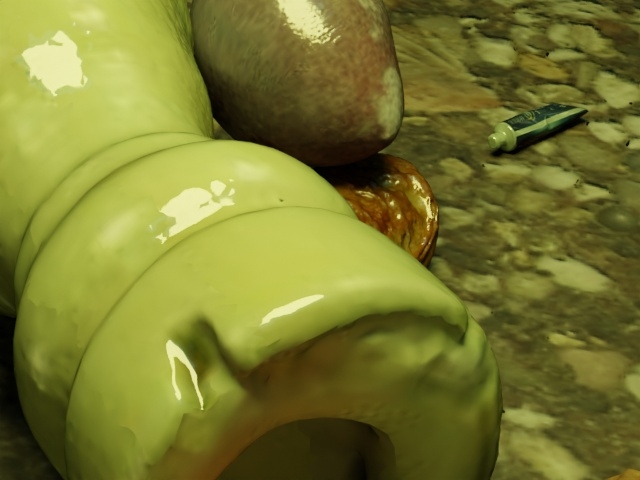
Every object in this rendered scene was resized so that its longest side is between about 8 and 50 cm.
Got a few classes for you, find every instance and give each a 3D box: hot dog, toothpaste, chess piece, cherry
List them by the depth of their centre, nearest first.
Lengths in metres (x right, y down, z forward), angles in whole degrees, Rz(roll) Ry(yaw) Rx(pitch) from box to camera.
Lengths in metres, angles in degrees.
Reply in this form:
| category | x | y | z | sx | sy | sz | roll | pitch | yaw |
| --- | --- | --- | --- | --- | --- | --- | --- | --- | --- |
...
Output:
| category | x | y | z | sx | sy | sz | roll | pitch | yaw |
| --- | --- | --- | --- | --- | --- | --- | --- | --- | --- |
| chess piece | -0.102 | -0.016 | 0.876 | 0.234 | 0.234 | 0.442 | -13 | 37 | -25 |
| hot dog | 0.002 | -0.001 | 1.029 | 0.099 | 0.065 | 0.147 | 25 | 32 | 24 |
| cherry | -0.009 | -0.079 | 1.060 | 0.148 | 0.188 | 0.115 | 26 | 51 | 23 |
| toothpaste | 0.134 | -0.073 | 1.198 | 0.027 | 0.019 | 0.083 | 13 | 27 | 42 |

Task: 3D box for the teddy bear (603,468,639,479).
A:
| category | x | y | z | sx | sy | sz | roll | pitch | yaw |
| --- | --- | --- | --- | --- | --- | --- | --- | --- | --- |
| teddy bear | 0.283 | 0.122 | 0.755 | 0.296 | 0.246 | 0.222 | 41 | 61 | 1 |
